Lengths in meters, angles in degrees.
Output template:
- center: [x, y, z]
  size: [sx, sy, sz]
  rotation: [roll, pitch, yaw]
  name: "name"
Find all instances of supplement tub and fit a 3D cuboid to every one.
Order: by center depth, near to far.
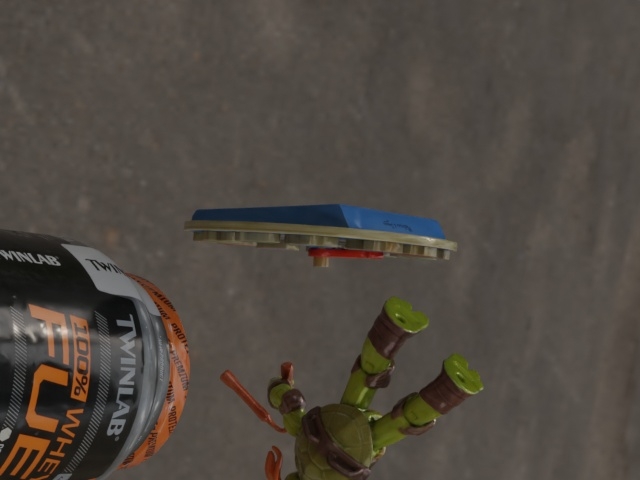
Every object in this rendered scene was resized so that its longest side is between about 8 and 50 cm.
- center: [-0.246, 0.084, 1.134]
  size: [0.316, 0.194, 0.193]
  rotation: [7, 94, -54]
  name: "supplement tub"

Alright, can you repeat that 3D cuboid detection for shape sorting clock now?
- center: [0.000, 0.000, 1.252]
  size: [0.206, 0.206, 0.040]
  rotation: [11, 80, -64]
  name: "shape sorting clock"

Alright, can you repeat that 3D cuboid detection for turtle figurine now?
- center: [0.020, 0.153, 1.402]
  size: [0.087, 0.269, 0.217]
  rotation: [9, 125, -51]
  name: "turtle figurine"
